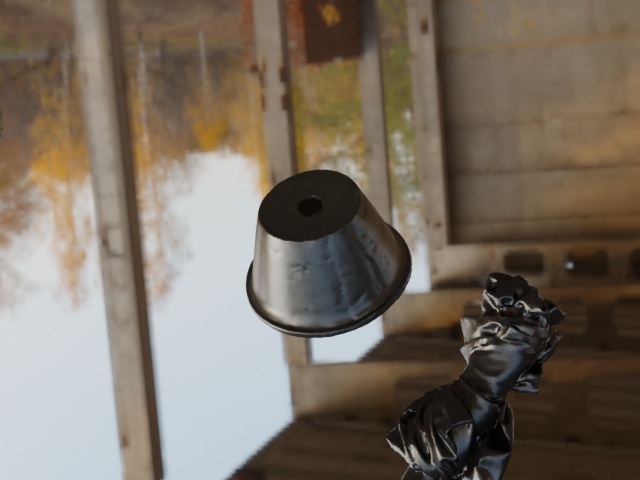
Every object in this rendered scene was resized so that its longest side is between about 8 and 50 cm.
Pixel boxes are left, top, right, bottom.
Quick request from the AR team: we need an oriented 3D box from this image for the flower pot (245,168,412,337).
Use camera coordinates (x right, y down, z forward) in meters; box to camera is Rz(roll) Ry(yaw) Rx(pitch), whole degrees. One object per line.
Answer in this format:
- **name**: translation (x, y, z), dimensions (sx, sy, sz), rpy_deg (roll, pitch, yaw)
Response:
- **flower pot**: translation (0.000, 0.000, 1.981), dimensions (0.269, 0.166, 0.269), rpy_deg (-7, -138, 6)

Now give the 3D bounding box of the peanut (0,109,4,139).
- **peanut**: translation (-0.465, -0.077, 1.643), dimensions (0.120, 0.236, 0.110), rpy_deg (15, 174, 39)

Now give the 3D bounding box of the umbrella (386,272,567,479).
- **umbrella**: translation (0.171, 0.170, 1.398), dimensions (0.122, 0.272, 0.110), rpy_deg (32, 177, -8)
